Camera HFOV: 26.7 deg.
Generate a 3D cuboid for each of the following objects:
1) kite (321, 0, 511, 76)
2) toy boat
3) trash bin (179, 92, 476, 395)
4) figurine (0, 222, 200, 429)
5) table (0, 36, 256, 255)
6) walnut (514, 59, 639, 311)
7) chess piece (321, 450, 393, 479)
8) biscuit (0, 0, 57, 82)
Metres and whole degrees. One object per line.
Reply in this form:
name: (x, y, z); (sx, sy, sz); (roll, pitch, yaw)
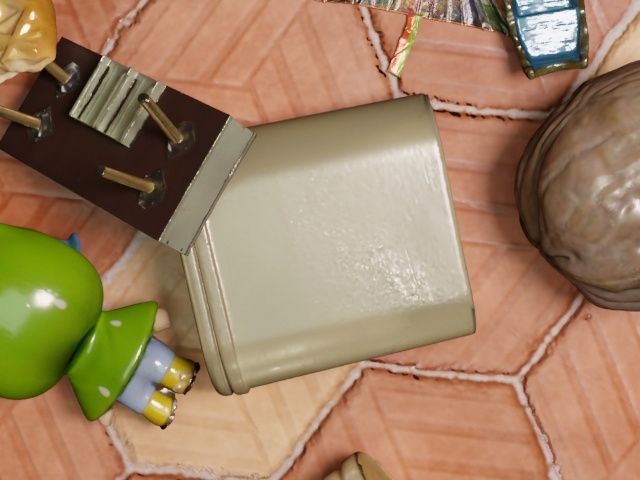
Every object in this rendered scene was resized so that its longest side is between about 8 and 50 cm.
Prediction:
kite: (0.091, -0.229, 1.248); (0.190, 0.010, 0.159); (10, 98, 3)
toy boat: (0.198, -0.239, 1.204); (0.075, 0.077, 0.185); (-8, 95, 1)
trash bin: (0.000, 0.000, 1.229); (0.247, 0.121, 0.243); (-13, 96, 1)
figurine: (-0.241, 0.083, 1.246); (0.263, 0.143, 0.162); (30, 103, -12)
table: (-0.193, -0.099, 1.157); (0.240, 0.111, 0.121); (27, 86, 38)
walnut: (0.281, -0.051, 1.170); (0.224, 0.224, 0.224); (0, 97, 3)
chess piece: (-0.084, 0.360, 1.280); (0.397, 0.117, 0.117); (-37, 94, 8)
biscuit: (-0.370, -0.195, 1.204); (0.309, 0.040, 0.204); (-18, 68, 25)
